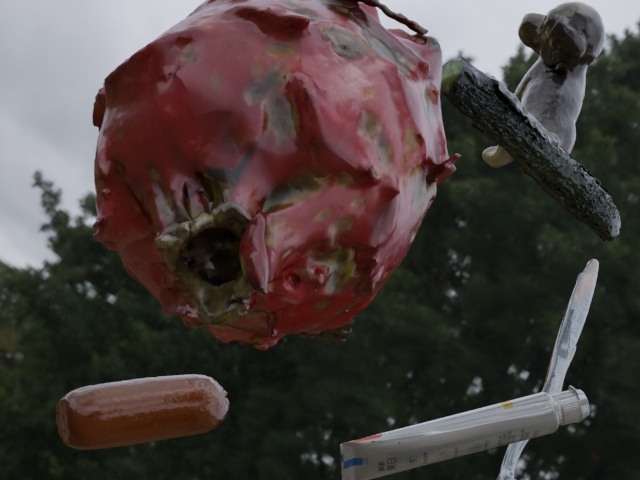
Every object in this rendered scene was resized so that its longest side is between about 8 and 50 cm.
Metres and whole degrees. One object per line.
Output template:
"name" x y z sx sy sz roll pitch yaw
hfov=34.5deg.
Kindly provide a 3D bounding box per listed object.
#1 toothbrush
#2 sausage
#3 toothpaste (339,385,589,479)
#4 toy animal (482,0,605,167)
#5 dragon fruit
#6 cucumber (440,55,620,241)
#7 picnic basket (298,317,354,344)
"toothbrush" 0.203 0.120 0.898 0.037 0.375 0.028 20 -51 12
"sausage" -0.201 0.195 1.185 0.198 0.076 0.076 -6 -8 -21
"toothpaste" 0.106 0.142 0.756 0.031 0.190 0.048 -113 -165 -47
"toy animal" 0.295 -0.193 1.346 0.121 0.233 0.168 18 -22 0
"dragon fruit" -0.034 -0.037 0.573 0.210 0.268 0.205 16 -61 3
"cucumber" 0.192 -0.075 0.904 0.257 0.044 0.043 37 11 -32
"picnic basket" 0.000 0.000 0.998 0.055 0.193 0.110 1 -35 -11
